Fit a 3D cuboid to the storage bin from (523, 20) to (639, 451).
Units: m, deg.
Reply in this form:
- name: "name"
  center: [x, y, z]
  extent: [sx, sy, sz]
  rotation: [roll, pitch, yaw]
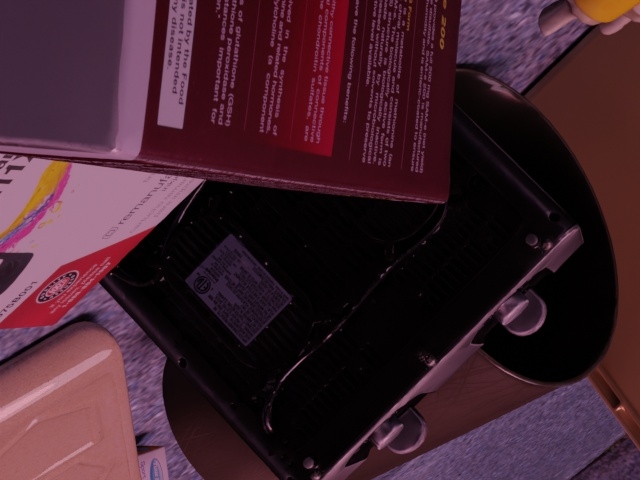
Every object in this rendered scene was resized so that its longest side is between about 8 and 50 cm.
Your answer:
- name: "storage bin"
  center: [0.252, -0.029, 1.043]
  extent: [0.262, 0.260, 0.123]
  rotation: [-44, 158, 24]

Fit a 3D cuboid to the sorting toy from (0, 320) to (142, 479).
- name: "sorting toy"
  center: [-0.190, 0.141, 0.983]
  extent: [0.193, 0.038, 0.208]
  rotation: [-31, 151, -18]

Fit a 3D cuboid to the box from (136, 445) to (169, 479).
- name: "box"
  center: [-0.136, 0.181, 1.141]
  extent: [0.028, 0.081, 0.136]
  rotation: [-4, -175, 38]

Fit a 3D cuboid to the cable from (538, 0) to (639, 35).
- name: "cable"
  center: [0.214, -0.174, 0.803]
  extent: [0.139, 0.072, 0.287]
  rotation: [-29, 180, -31]

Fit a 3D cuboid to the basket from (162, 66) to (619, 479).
- name: "basket"
  center: [0.028, 0.045, 0.977]
  extent: [0.154, 0.204, 0.227]
  rotation: [31, 132, -23]

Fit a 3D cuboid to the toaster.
- name: "toaster"
  center: [0.000, 0.000, 0.792]
  extent: [0.168, 0.186, 0.110]
  rotation: [-46, 165, 4]

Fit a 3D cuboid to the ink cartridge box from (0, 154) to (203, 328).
- name: "ink cartridge box"
  center: [-0.124, -0.030, 0.619]
  extent: [0.127, 0.072, 0.175]
  rotation: [-42, 162, 21]

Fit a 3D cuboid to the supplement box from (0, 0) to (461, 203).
- name: "supplement box"
  center: [-0.026, -0.083, 0.561]
  extent: [0.073, 0.130, 0.239]
  rotation: [5, 180, 25]
